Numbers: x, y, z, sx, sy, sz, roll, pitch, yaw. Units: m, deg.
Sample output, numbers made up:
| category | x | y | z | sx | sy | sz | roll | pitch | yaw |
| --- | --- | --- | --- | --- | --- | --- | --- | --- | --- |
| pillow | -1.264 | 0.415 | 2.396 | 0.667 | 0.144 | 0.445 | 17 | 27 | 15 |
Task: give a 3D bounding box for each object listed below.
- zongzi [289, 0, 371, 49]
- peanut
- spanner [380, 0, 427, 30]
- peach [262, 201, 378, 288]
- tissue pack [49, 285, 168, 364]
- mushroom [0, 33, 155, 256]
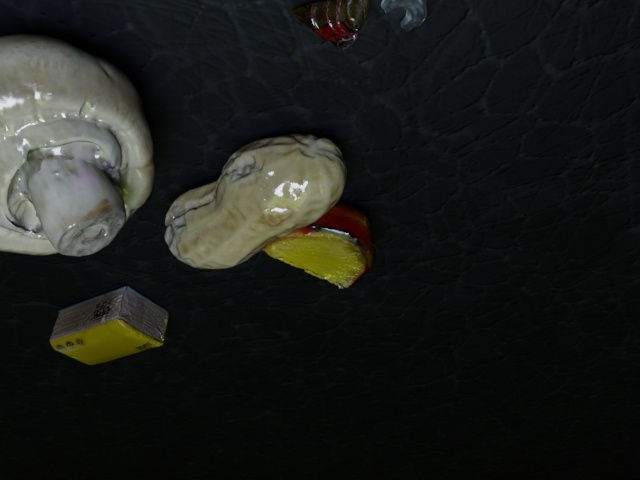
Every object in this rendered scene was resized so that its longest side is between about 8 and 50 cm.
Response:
| category | x | y | z | sx | sy | sz | roll | pitch | yaw |
| --- | --- | --- | --- | --- | --- | --- | --- | --- | --- |
| zongzi | 0.020 | -0.228 | 0.670 | 0.083 | 0.067 | 0.073 | 1 | 160 | 28 |
| peanut | -0.095 | -0.047 | 0.837 | 0.290 | 0.130 | 0.130 | -30 | 135 | 31 |
| spanner | 0.132 | -0.300 | 0.591 | 0.054 | 0.015 | 0.254 | 14 | 141 | -20 |
| peach | 0.001 | -0.004 | 0.930 | 0.172 | 0.093 | 0.127 | 10 | 139 | 4 |
| tissue pack | -0.378 | 0.159 | 1.141 | 0.169 | 0.082 | 0.120 | -19 | 142 | 21 |
| mushroom | -0.290 | -0.074 | 0.679 | 0.254 | 0.234 | 0.260 | -39 | 142 | 5 |
